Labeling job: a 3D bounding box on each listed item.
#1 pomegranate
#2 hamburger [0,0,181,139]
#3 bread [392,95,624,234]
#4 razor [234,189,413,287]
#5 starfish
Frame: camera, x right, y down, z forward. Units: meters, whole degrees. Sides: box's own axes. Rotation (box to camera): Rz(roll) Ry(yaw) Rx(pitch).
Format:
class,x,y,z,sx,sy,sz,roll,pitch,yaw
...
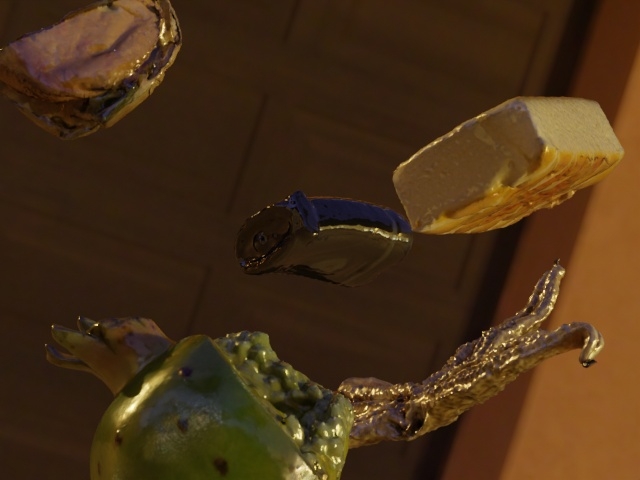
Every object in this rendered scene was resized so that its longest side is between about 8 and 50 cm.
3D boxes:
class,x,y,z,sx,sy,sz,roll,pitch,yaw
pomegranate,-0.117,0.189,1.844,0.340,0.260,0.260,40,2,10
hamburger,-0.191,-0.137,1.683,0.102,0.176,0.087,61,-13,16
bread,0.145,-0.056,1.501,0.125,0.068,0.188,-31,-10,23
razor,0.000,0.000,1.593,0.148,0.054,0.090,7,-37,-48
starfish,0.161,0.149,2.255,0.082,0.432,0.324,58,26,-4
